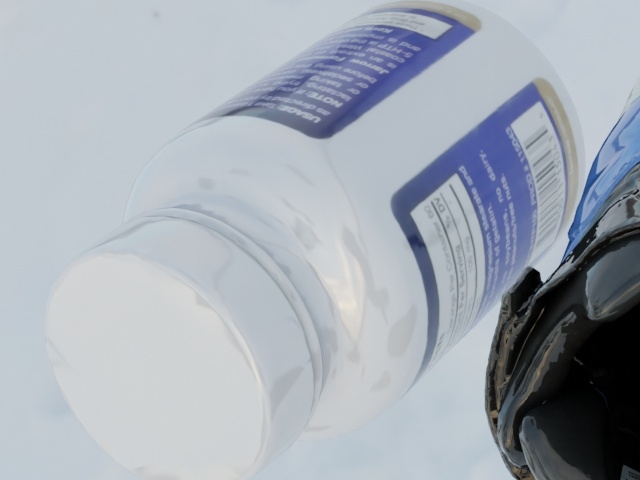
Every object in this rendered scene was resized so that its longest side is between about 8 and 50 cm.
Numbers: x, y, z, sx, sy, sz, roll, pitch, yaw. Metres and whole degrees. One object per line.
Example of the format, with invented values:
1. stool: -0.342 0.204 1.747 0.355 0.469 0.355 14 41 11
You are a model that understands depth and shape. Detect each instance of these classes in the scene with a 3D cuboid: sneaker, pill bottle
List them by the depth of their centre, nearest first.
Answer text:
1. sneaker: 0.060 0.041 0.356 0.084 0.058 0.152 -57 -17 -47
2. pill bottle: 0.000 0.000 0.604 0.112 0.112 0.186 -29 6 43
